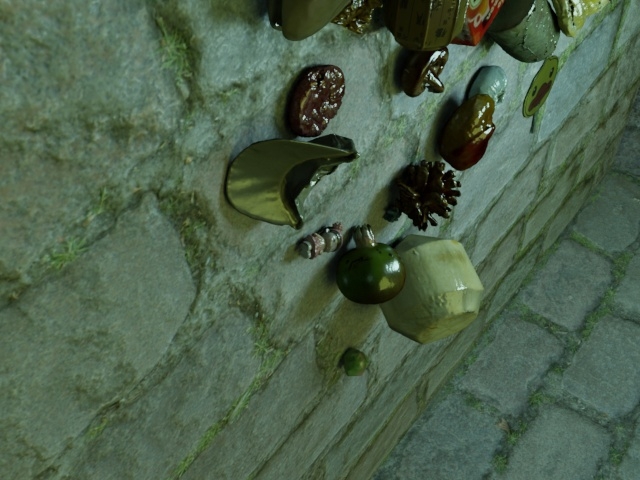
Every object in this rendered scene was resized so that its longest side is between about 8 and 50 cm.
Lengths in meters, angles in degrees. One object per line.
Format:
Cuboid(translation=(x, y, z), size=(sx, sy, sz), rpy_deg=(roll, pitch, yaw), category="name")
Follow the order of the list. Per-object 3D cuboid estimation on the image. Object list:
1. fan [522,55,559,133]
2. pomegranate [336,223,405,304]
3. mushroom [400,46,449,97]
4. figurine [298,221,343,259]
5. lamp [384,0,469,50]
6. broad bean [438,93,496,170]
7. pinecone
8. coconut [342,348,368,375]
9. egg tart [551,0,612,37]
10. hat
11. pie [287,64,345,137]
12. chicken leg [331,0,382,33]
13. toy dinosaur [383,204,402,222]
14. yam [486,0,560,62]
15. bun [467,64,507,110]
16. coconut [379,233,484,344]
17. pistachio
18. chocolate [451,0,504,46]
Cuboid(translation=(0.765, -0.502, 2.299), size=(0.229, 0.011, 0.335), rpy_deg=(-44, 147, -26), category="fan")
Cuboid(translation=(0.123, 0.060, 1.667), size=(0.180, 0.180, 0.210), rpy_deg=(-21, 99, -50), category="pomegranate")
Cuboid(translation=(0.236, -0.379, 1.479), size=(0.135, 0.080, 0.170), rpy_deg=(-45, 153, 2), category="mushroom")
Cuboid(translation=(0.000, 0.000, 1.507), size=(0.129, 0.054, 0.072), rpy_deg=(-18, 118, -42), category="figurine")
Cuboid(translation=(0.205, -0.465, 1.251), size=(0.161, 0.161, 0.185), rpy_deg=(-41, 149, -31), category="lamp")
Cuboid(translation=(0.405, -0.290, 1.781), size=(0.156, 0.122, 0.228), rpy_deg=(-15, 144, -33), category="broad bean")
Cuboid(translation=(0.285, -0.123, 1.731), size=(0.195, 0.150, 0.179), rpy_deg=(-52, 136, -32), category="pinecone")
Cuboid(translation=(0.109, 0.376, 2.031), size=(0.082, 0.081, 0.083), rpy_deg=(81, 3, -50), category="coconut")
Cuboid(translation=(0.647, -0.686, 1.651), size=(0.345, 0.132, 0.345), rpy_deg=(30, 55, -56), category="egg tart")
Cuboid(translation=(-0.057, -0.144, 1.242), size=(0.244, 0.149, 0.214), rpy_deg=(24, 124, -30), category="hat")
Cuboid(translation=(-0.006, -0.263, 1.242), size=(0.154, 0.036, 0.154), rpy_deg=(-40, 147, -33), category="pie")
Cuboid(translation=(0.074, -0.434, 1.150), size=(0.207, 0.101, 0.085), rpy_deg=(-44, -179, -43), category="chicken leg")
Cuboid(translation=(0.198, -0.076, 1.771), size=(0.083, 0.030, 0.047), rpy_deg=(-15, 129, -54), category="toy dinosaur")
Cuboid(translation=(0.497, -0.553, 1.638), size=(0.304, 0.168, 0.168), rpy_deg=(4, 115, -59), category="yam")
Cuboid(translation=(0.474, -0.416, 1.828), size=(0.141, 0.083, 0.141), rpy_deg=(-38, 143, -35), category="bun")
Cuboid(translation=(0.298, 0.127, 1.885), size=(0.323, 0.323, 0.323), rpy_deg=(-39, 147, -32), category="coconut")
Cuboid(translation=(0.003, -0.410, 1.010), size=(0.226, 0.136, 0.136), rpy_deg=(-52, 153, 4), category="pistachio")
Cuboid(translation=(0.331, -0.568, 1.414), size=(0.237, 0.108, 0.235), rpy_deg=(-58, 154, -3), category="chocolate")
